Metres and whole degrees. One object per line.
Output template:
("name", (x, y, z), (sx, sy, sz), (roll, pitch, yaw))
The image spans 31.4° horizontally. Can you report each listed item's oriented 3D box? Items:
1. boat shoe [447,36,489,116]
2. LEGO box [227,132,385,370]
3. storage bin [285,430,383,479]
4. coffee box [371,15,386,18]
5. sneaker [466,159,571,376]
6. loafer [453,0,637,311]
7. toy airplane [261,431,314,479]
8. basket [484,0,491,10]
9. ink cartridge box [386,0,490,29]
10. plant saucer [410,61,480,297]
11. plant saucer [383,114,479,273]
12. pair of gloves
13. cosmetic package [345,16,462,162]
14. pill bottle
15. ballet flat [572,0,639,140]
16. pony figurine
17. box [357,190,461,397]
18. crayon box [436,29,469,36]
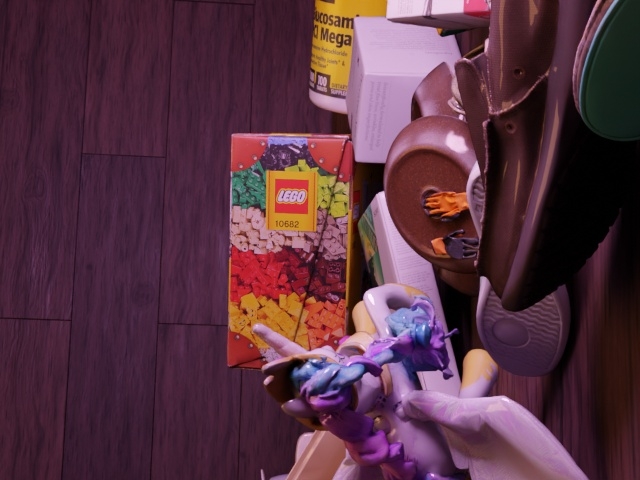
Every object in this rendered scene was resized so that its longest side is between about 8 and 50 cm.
("boat shoe", (0.189, -0.175, 1.244), (0.302, 0.098, 0.109), (-157, 70, -86))
("LEGO box", (0.000, 0.000, 1.974), (0.500, 0.193, 0.373), (-22, -66, -77))
("storage bin", (0.052, 0.350, 1.433), (0.260, 0.123, 0.262), (-60, 18, 14))
("coffee box", (0.130, -0.267, 1.844), (0.040, 0.113, 0.184), (17, 108, 56))
("sneaker", (0.211, 0.003, 1.131), (0.151, 0.094, 0.256), (-55, -39, -50))
("loafer", (0.179, -0.114, 0.924), (0.130, 0.133, 0.366), (29, 126, 36))
("toy airplane", (-0.027, 0.565, 1.819), (0.386, 0.384, 0.272), (48, -173, 16))
("basket", (0.213, -0.247, 0.968), (0.167, 0.113, 0.103), (98, 170, -47))
("ink cartridge box", (0.160, -0.263, 1.212), (0.150, 0.109, 0.063), (9, 98, 49))
("plant saucer", (0.160, -0.076, 1.494), (0.310, 0.050, 0.311), (-9, -90, -89))
("plant saucer", (0.144, -0.048, 1.344), (0.036, 0.198, 0.199), (-26, -54, -43))
("pair of gloves", (0.152, -0.017, 1.316), (0.074, 0.010, 0.083), (-3, 108, 45))
("cosmetic package", (0.123, -0.224, 1.692), (0.184, 0.151, 0.151), (-95, 8, -54))
("pill bottle", (0.082, -0.401, 2.014), (0.188, 0.187, 0.334), (-104, 17, -71))
("ballet flat", (0.252, -0.196, 0.732), (0.316, 0.107, 0.106), (108, -176, -52))
("pony figurine", (0.094, 0.200, 1.134), (0.351, 0.302, 0.363), (55, -160, 7))
("box", (0.125, 0.102, 1.630), (0.232, 0.058, 0.322), (115, 143, -79))
("crayon box", (0.156, -0.412, 1.394), (0.165, 0.081, 0.279), (120, 134, -80))
